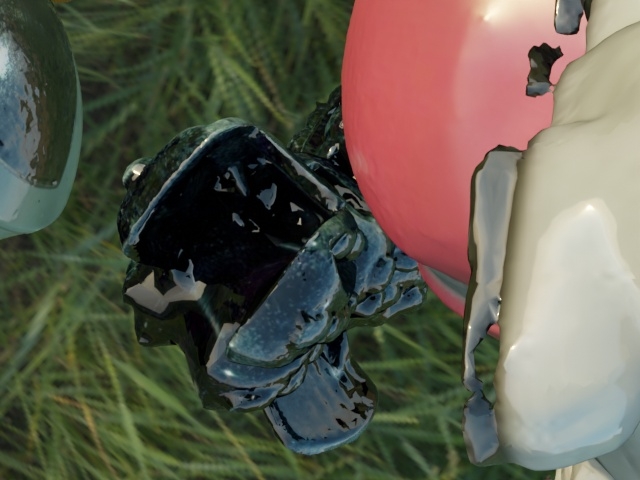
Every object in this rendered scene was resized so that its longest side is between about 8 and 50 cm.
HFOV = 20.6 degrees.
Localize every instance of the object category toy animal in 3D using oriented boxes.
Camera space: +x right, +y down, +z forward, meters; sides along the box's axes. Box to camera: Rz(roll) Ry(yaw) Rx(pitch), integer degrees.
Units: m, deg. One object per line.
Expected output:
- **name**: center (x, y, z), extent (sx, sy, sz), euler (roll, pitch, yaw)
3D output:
- **toy animal**: center (0.229, 0.019, 0.509), extent (0.194, 0.357, 0.257), euler (33, 60, -67)

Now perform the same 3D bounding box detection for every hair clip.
- **hair clip**: center (-0.005, 0.005, 1.119), extent (0.310, 0.194, 0.206), euler (-26, 156, -51)

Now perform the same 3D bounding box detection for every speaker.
- **speaker**: center (0.152, -0.084, 0.878), extent (0.294, 0.294, 0.294), euler (-7, 106, -26)

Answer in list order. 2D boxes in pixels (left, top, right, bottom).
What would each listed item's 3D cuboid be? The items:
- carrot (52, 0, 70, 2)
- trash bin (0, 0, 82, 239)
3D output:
- **carrot**: center (-0.276, -0.289, 1.702), extent (0.061, 0.256, 0.061), euler (-13, 121, -22)
- **trash bin**: center (-0.399, -0.084, 1.383), extent (0.432, 0.280, 0.280), euler (-22, 116, 16)
